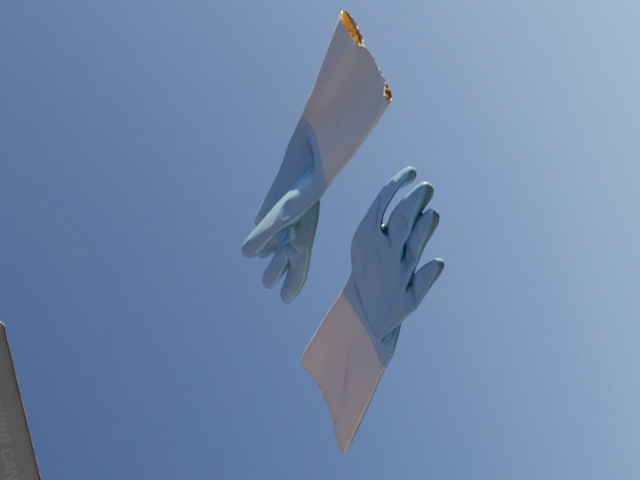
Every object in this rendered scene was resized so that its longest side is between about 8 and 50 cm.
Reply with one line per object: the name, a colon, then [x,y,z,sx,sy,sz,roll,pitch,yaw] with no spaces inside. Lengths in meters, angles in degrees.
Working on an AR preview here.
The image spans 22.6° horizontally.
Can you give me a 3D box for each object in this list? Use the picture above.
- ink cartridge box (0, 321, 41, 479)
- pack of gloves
ink cartridge box: [-0.263,0.207,0.826,0.066,0.261,0.296,-161,58,-67]
pack of gloves: [0.000,0.000,1.056,0.195,0.046,0.232,67,149,33]
